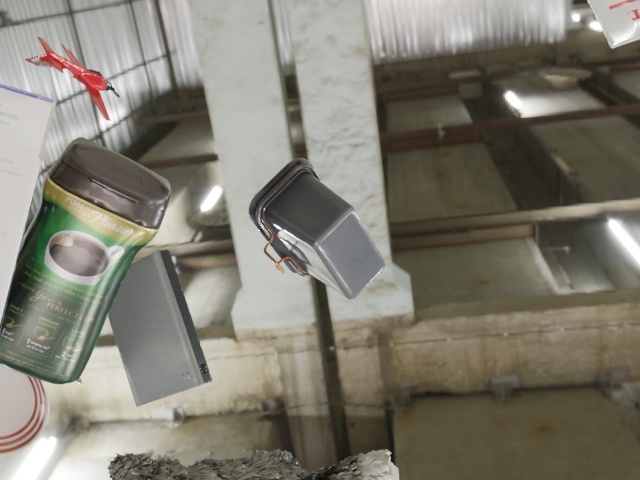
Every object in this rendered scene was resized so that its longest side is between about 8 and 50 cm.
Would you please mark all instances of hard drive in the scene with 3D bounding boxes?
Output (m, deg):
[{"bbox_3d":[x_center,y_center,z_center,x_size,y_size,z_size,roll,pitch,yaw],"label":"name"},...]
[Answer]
[{"bbox_3d":[-0.165,0.087,0.722,0.094,0.135,0.022,-24,172,31],"label":"hard drive"}]

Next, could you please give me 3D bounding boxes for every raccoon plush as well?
[{"bbox_3d":[-0.139,0.389,1.187,0.446,0.299,0.216,-40,-137,19],"label":"raccoon plush"}]

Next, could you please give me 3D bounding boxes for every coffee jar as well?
[{"bbox_3d":[-0.196,0.015,0.583,0.096,0.184,0.079,28,-171,-20],"label":"coffee jar"}]

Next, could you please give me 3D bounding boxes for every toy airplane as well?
[{"bbox_3d":[-0.335,-0.232,1.002,0.028,0.151,0.151,-42,-166,17],"label":"toy airplane"}]

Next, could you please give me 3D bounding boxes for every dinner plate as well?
[{"bbox_3d":[-0.361,0.169,0.795,0.141,0.141,0.017,-6,-165,7],"label":"dinner plate"}]

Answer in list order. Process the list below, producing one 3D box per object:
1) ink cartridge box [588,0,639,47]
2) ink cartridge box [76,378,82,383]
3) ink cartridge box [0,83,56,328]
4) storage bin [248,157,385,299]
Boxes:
[{"bbox_3d":[0.313,-0.303,0.613,0.119,0.353,0.207,-47,-158,-30],"label":"ink cartridge box"},{"bbox_3d":[-0.413,0.027,0.763,0.072,0.307,0.304,-41,-153,-27],"label":"ink cartridge box"},{"bbox_3d":[-0.301,-0.026,0.480,0.206,0.208,0.045,16,159,-24],"label":"ink cartridge box"},{"bbox_3d":[0.000,0.000,0.742,0.098,0.135,0.091,-45,-132,-10],"label":"storage bin"}]
